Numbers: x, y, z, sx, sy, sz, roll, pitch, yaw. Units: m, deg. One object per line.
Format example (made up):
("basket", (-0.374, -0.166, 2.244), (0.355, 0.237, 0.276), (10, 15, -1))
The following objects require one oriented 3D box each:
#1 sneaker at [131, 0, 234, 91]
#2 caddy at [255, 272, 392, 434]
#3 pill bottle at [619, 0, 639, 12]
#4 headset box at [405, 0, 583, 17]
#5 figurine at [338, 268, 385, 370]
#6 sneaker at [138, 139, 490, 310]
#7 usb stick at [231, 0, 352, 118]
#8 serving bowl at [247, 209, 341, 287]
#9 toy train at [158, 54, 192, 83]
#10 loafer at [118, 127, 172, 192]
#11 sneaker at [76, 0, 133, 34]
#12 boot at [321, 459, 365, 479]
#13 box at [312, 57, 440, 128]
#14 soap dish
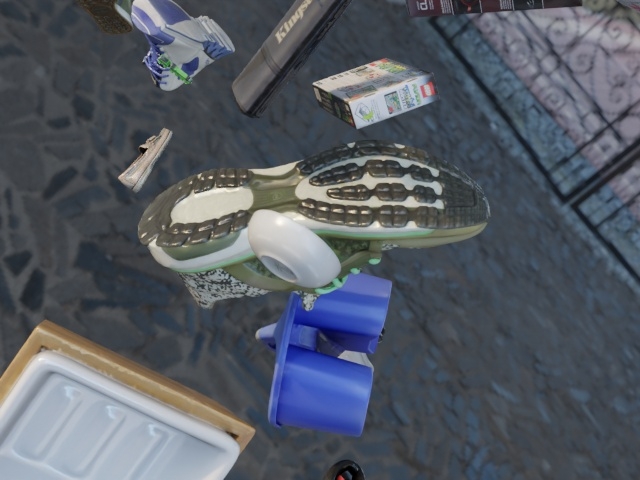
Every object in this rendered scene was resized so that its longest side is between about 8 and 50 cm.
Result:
("sneaker", (-0.332, -0.418, 2.308), (0.127, 0.182, 0.315), (54, 17, 16))
("caddy", (-0.006, 0.157, 1.502), (0.179, 0.241, 0.341), (12, -12, 4))
("pill bottle", (0.507, -0.397, 1.388), (0.407, 0.229, 0.229), (4, 50, -50))
("headset box", (0.259, -0.447, 1.592), (0.218, 0.293, 0.110), (-68, 151, -44))
("figurine", (0.046, 0.146, 2.008), (0.215, 0.092, 0.209), (-67, 146, -57))
("sneaker", (0.000, 0.000, 1.251), (0.158, 0.410, 0.182), (-84, 164, -44))
("usb stick", (-0.016, -0.262, 1.250), (0.045, 0.278, 0.077), (26, 30, -30))
("serving bowl", (-0.025, 0.012, 0.822), (0.083, 0.083, 0.027), (39, 69, -15))
("toy train", (-0.294, -0.347, 2.108), (0.083, 0.023, 0.017), (37, 73, -5))
("loafer", (-0.275, -0.134, 1.640), (0.039, 0.045, 0.125), (31, 59, -12))
("sneaker", (-0.313, -0.372, 1.483), (0.192, 0.064, 0.086), (76, 8, -75))
("boot", (-0.019, 0.414, 1.420), (0.088, 0.176, 0.244), (36, 42, -6))
("box", (0.067, -0.195, 1.353), (0.207, 0.114, 0.036), (-130, -159, -70))
("soap dish", (-0.258, 0.235, 1.192), (0.290, 0.229, 0.118), (31, 12, -27))
